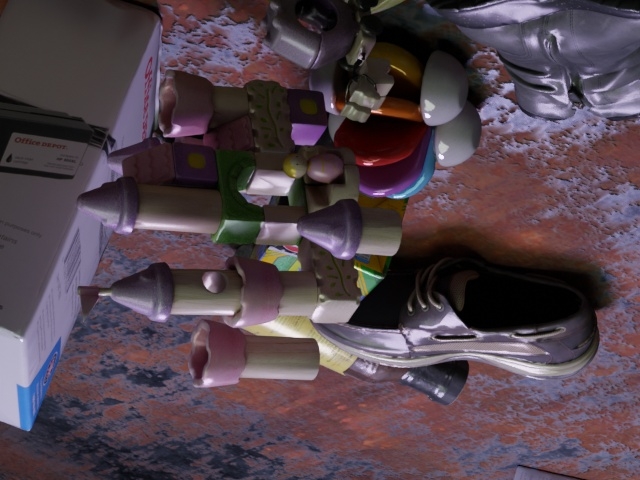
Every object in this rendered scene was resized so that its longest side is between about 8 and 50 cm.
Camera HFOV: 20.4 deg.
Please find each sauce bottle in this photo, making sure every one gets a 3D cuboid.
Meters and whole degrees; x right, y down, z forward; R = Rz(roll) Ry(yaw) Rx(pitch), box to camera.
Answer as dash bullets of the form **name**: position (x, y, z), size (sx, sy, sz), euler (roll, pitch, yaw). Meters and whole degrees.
- **sauce bottle**: position (0.032, 0.118, 2.300), size (0.344, 0.111, 0.111), euler (28, 152, -16)

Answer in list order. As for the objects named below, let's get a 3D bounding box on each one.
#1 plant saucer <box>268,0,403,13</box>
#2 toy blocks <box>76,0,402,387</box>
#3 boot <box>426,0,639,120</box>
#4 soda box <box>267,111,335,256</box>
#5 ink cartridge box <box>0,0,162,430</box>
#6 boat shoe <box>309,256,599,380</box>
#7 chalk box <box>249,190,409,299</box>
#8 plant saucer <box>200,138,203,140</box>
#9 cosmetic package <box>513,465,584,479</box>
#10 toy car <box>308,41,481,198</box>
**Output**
- **plant saucer**: position (-0.012, -0.276, 1.642), size (0.241, 0.037, 0.241), euler (14, 154, 7)
- **toy blocks**: position (-0.101, -0.052, 1.651), size (0.260, 0.289, 0.309), euler (4, 146, -21)
- **boot**: position (0.279, -0.192, 1.568), size (0.338, 0.118, 0.222), euler (8, 157, 43)
- **soda box**: position (-0.007, -0.066, 1.898), size (0.060, 0.169, 0.053), euler (17, 154, 2)
- **ink cartridge box**: position (-0.312, -0.040, 1.885), size (0.166, 0.395, 0.285), euler (19, 154, 1)
- **boat shoe**: position (0.161, 0.073, 2.144), size (0.355, 0.132, 0.130), euler (4, 143, 7)
- **chalk box**: position (0.000, 0.000, 2.065), size (0.132, 0.132, 0.213), euler (22, 154, -8)
- **plant saucer**: position (-0.144, -0.083, 2.064), size (0.119, 0.021, 0.119), euler (-7, 159, -3)
- **cosmetic package**: position (0.395, 0.429, 2.683), size (0.231, 0.117, 0.085), euler (13, 154, 12)
- **toy car**: position (0.070, -0.112, 1.797), size (0.159, 0.136, 0.182), euler (7, 152, 20)
